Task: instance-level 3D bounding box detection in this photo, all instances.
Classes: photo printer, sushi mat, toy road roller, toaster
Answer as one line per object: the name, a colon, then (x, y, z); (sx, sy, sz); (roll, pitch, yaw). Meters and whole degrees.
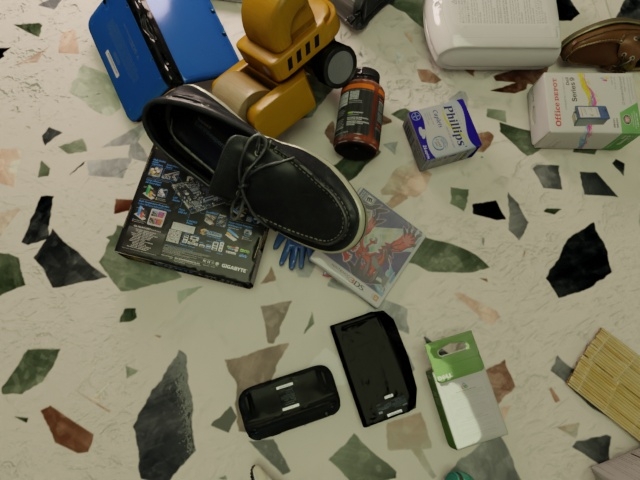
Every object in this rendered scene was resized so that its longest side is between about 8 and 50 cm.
photo printer: (0.405, -0.541, 1.158); (0.307, 0.107, 0.256); (-1, 76, -1)
sushi mat: (0.677, 0.338, 0.992); (0.316, 0.019, 0.151); (39, 80, 8)
toy road roller: (-0.106, -0.402, 1.019); (0.329, 0.241, 0.202); (-42, 51, -7)
toaster: (0.092, -0.627, 1.164); (0.146, 0.129, 0.227); (41, 81, 12)

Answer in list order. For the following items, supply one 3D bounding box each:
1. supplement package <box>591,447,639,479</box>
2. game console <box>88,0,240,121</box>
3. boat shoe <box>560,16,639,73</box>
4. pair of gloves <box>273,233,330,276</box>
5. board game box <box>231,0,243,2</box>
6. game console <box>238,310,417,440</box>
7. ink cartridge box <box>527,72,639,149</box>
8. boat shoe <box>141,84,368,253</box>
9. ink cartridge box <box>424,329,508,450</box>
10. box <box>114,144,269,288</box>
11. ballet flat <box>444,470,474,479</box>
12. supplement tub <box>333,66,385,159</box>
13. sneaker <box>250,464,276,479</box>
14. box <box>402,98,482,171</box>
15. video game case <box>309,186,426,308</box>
supplement package: (0.703, 0.468, 0.864); (0.292, 0.175, 0.178); (-21, 79, 1)
game console: (-0.373, -0.461, 1.137); (0.250, 0.173, 0.293); (-31, 80, 30)
boat shoe: (0.731, -0.458, 1.143); (0.307, 0.111, 0.105); (-9, 75, -3)
pair of gloves: (0.000, 0.000, 1.058); (0.198, 0.023, 0.159); (12, 76, 2)
board game box: (-0.183, -0.700, 1.210); (0.305, 0.053, 0.193); (8, 77, 1)
game console: (0.009, 0.290, 0.977); (0.361, 0.044, 0.213); (-17, 75, -6)
ink cartridge box: (0.609, -0.300, 1.112); (0.212, 0.093, 0.154); (1, 77, 1)
boat shoe: (-0.136, -0.132, 0.918); (0.500, 0.156, 0.187); (36, 116, 9)
ink cartridge box: (0.285, 0.300, 0.969); (0.108, 0.062, 0.209); (-15, 77, -5)
box: (-0.253, -0.072, 1.043); (0.295, 0.073, 0.293); (13, 74, 0)
ballet flat: (0.242, 0.566, 0.897); (0.087, 0.083, 0.247); (30, 79, -9)
supplement tub: (0.092, -0.292, 1.090); (0.106, 0.106, 0.198); (9, 76, 1)
sneaker: (-0.073, 0.496, 0.924); (0.075, 0.057, 0.161); (-28, 77, -25)
box: (0.278, -0.243, 1.099); (0.137, 0.072, 0.126); (-16, 78, -6)
video game case: (0.105, 0.014, 1.040); (0.183, 0.023, 0.201); (36, 78, -4)
